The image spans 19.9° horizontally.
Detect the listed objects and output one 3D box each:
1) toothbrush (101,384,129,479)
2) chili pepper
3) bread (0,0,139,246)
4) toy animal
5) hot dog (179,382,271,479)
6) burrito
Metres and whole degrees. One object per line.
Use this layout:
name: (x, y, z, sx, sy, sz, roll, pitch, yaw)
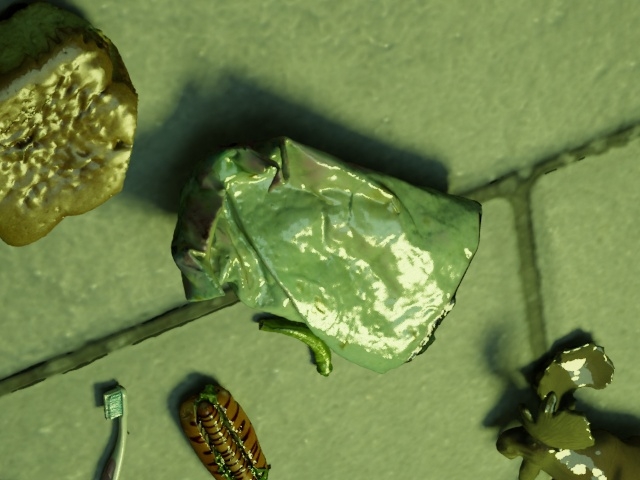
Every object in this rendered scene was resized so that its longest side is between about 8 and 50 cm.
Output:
toothbrush: (-0.156, 0.192, 1.377, 0.022, 0.017, 0.204, -15, 129, -29)
chili pepper: (-0.013, 0.078, 1.364, 0.030, 0.017, 0.083, -39, 131, 6)
bread: (-0.179, -0.072, 1.142, 0.140, 0.069, 0.128, -37, 132, 4)
toy animal: (0.218, 0.179, 1.512, 0.214, 0.094, 0.186, 6, 125, -38)
hot dog: (-0.070, 0.156, 1.381, 0.049, 0.037, 0.122, -29, 129, 0)
burrito: (0.000, 0.000, 1.272, 0.229, 0.089, 0.144, 23, 97, -37)
